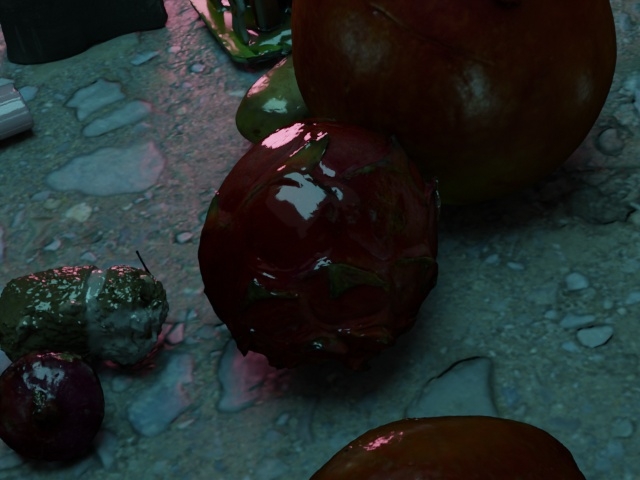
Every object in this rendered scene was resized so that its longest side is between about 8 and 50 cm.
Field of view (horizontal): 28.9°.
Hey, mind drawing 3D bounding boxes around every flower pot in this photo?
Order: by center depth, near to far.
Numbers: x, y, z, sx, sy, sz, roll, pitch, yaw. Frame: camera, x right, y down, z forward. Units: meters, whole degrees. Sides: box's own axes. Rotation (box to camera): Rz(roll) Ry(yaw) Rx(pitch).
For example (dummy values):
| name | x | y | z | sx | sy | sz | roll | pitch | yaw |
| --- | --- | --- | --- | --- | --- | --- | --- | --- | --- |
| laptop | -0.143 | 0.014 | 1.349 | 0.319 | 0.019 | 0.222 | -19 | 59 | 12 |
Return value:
| name | x | y | z | sx | sy | sz | roll | pitch | yaw |
| --- | --- | --- | --- | --- | --- | --- | --- | --- | --- |
| flower pot | -0.329 | -0.329 | 1.685 | 0.229 | 0.108 | 0.103 | -19 | 43 | -13 |

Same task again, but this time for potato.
| name | x | y | z | sx | sy | sz | roll | pitch | yaw |
| --- | --- | --- | --- | --- | --- | --- | --- | --- | --- |
| potato | -0.027 | -0.169 | 1.482 | 0.107 | 0.080 | 0.170 | 20 | 45 | 29 |

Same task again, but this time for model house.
| name | x | y | z | sx | sy | sz | roll | pitch | yaw |
| --- | --- | --- | --- | --- | --- | --- | --- | --- | --- |
| model house | -0.051 | -0.475 | 1.636 | 0.300 | 0.324 | 0.340 | -21 | 44 | -14 |

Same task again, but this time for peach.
| name | x | y | z | sx | sy | sz | roll | pitch | yaw |
| --- | --- | --- | --- | --- | --- | --- | --- | --- | --- |
| peach | 0.143 | -0.223 | 1.306 | 0.370 | 0.370 | 0.370 | -5 | 43 | 4 |

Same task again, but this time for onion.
| name | x | y | z | sx | sy | sz | roll | pitch | yaw |
| --- | --- | --- | --- | --- | --- | --- | --- | --- | --- |
| onion | -0.254 | 0.153 | 1.158 | 0.107 | 0.097 | 0.107 | 0 | 87 | 1 |

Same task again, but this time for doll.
| name | x | y | z | sx | sy | sz | roll | pitch | yaw |
| --- | --- | --- | --- | --- | --- | --- | --- | --- | --- |
| doll | -0.259 | 0.083 | 1.230 | 0.221 | 0.105 | 0.115 | -14 | 44 | -5 |

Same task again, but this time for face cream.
| name | x | y | z | sx | sy | sz | roll | pitch | yaw |
| --- | --- | --- | --- | --- | --- | --- | --- | --- | --- |
| face cream | -0.459 | -0.134 | 1.534 | 0.198 | 0.057 | 0.084 | -22 | 45 | -17 |

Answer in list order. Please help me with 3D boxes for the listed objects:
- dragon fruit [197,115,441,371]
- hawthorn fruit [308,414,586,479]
| name | x | y | z | sx | sy | sz | roll | pitch | yaw |
| --- | --- | --- | --- | --- | --- | --- | --- | --- | --- |
| dragon fruit | 0.001 | 0.006 | 1.188 | 0.241 | 0.241 | 0.252 | 29 | 86 | 34 |
| hawthorn fruit | 0.129 | 0.226 | 0.955 | 0.299 | 0.211 | 0.211 | -14 | 41 | -26 |
